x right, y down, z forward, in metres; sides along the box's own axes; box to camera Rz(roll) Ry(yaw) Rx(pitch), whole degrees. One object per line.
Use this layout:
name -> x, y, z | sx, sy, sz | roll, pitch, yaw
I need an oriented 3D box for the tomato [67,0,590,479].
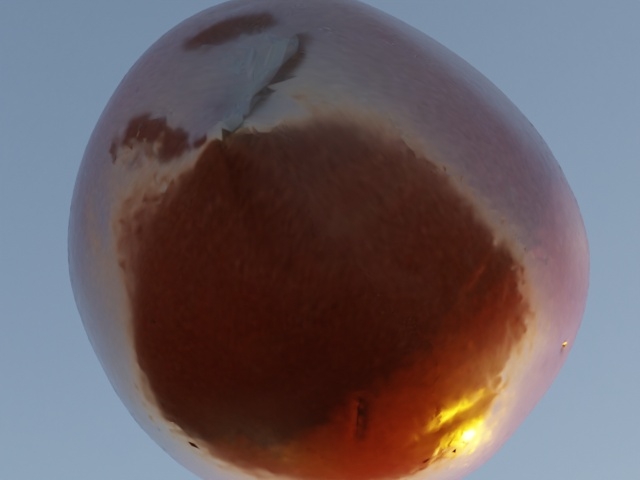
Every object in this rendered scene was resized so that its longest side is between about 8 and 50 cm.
tomato -> 0.000, 0.000, 0.731 | 0.321, 0.321, 0.321 | 3, -57, 4
